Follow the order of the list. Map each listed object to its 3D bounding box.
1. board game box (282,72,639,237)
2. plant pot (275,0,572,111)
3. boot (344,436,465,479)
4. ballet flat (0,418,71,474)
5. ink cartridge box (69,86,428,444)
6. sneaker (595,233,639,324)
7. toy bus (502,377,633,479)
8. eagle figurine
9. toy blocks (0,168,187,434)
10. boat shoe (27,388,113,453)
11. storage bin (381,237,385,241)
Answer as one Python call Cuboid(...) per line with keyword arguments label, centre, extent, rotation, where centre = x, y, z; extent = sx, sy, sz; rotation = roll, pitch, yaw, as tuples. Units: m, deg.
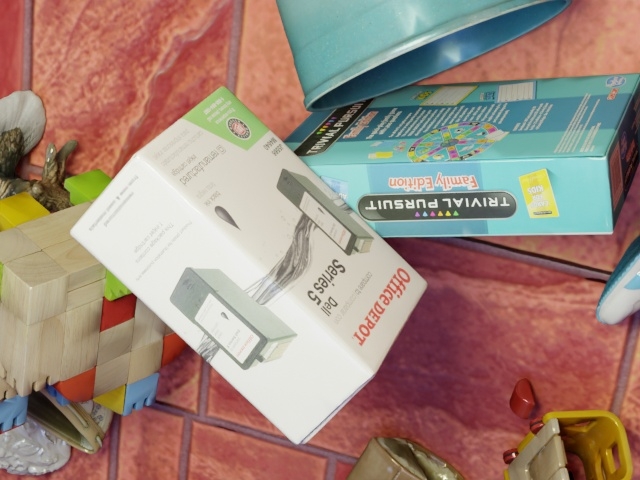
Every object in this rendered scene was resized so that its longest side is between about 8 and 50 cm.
Cuboid(label="board game box", centre=(0.137, -0.085, 1.459), extent=(0.336, 0.254, 0.079), rotation=(-1, 112, 21))
Cuboid(label="plant pot", centre=(0.065, -0.290, 1.408), extent=(0.272, 0.272, 0.255), rotation=(-23, 87, 27))
Cuboid(label="boot", centre=(0.014, 0.330, 1.787), extent=(0.236, 0.089, 0.269), rotation=(29, 120, -6))
Cuboid(label="ballet flat", centre=(-0.501, 0.174, 1.878), extent=(0.409, 0.147, 0.147), rotation=(45, 120, -3))
Cuboid(label="ink cartridge box", centre=(-0.055, 0.018, 1.314), extent=(0.273, 0.198, 0.115), rotation=(43, 119, -3))
Cuboid(label="sneaker", centre=(0.373, 0.020, 1.515), extent=(0.092, 0.087, 0.228), rotation=(41, 122, -3))
Cuboid(label="toy bus", centre=(0.273, 0.264, 1.643), extent=(0.104, 0.202, 0.191), rotation=(-1, 108, -12))
Cuboid(label="eagle figurine", centre=(-0.420, -0.019, 1.708), extent=(0.298, 0.225, 0.226), rotation=(-14, 115, 19))
Cuboid(label="toy blocks", centre=(-0.239, 0.086, 1.640), extent=(0.191, 0.381, 0.261), rotation=(37, 131, 32))
Cuboid(label="boat shoe", centre=(-0.356, 0.167, 1.763), extent=(0.285, 0.089, 0.105), rotation=(31, 149, -36))
Cuboid(label="storage bin", centre=(0.000, 0.000, 1.621), extent=(0.084, 0.122, 0.180), rotation=(-23, 103, 27))
